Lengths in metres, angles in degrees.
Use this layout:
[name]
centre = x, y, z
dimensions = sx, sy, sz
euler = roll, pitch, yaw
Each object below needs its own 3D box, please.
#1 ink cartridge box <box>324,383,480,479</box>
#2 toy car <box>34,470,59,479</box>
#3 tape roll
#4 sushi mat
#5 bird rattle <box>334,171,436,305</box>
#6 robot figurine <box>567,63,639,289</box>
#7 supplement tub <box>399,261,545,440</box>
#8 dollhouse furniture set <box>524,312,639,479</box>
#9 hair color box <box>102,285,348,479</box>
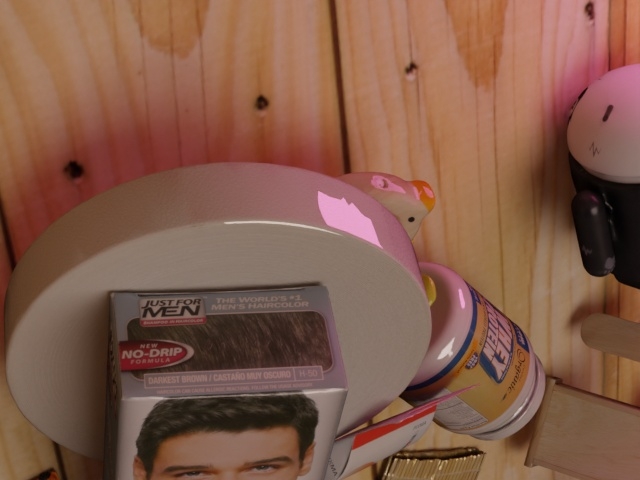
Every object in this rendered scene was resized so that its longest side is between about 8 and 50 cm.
[ink cartridge box]
centre = 0.067, 0.205, 1.437
dimensions = 0.145, 0.179, 0.045
euler = -16, 83, -48
[toy car]
centre = -0.274, 0.225, 1.375
dimensions = 0.060, 0.040, 0.122
euler = -10, 119, -30
[tape roll]
centre = -0.092, 0.085, 1.283
dimensions = 0.392, 0.072, 0.392
euler = -7, 140, -6
[sushi mat]
centre = 0.096, 0.398, 1.737
dimensions = 0.151, 0.019, 0.316
euler = 5, 111, -38
[bird rattle]
centre = 0.000, 0.000, 1.375
dimensions = 0.253, 0.143, 0.207
euler = 8, 137, -29
[robot figurine]
centre = 0.371, -0.066, 1.588
dimensions = 0.174, 0.209, 0.278
euler = -10, 128, 13
[supplement tub]
centre = 0.146, 0.127, 1.546
dimensions = 0.144, 0.144, 0.200
euler = -52, 131, 0
[dollhouse furniture set]
centre = 0.410, 0.240, 1.861
dimensions = 0.355, 0.174, 0.303
euler = 10, 96, -68
[hair color box]
centre = -0.100, 0.200, 1.274
dimensions = 0.185, 0.113, 0.374
euler = -2, 139, -12
